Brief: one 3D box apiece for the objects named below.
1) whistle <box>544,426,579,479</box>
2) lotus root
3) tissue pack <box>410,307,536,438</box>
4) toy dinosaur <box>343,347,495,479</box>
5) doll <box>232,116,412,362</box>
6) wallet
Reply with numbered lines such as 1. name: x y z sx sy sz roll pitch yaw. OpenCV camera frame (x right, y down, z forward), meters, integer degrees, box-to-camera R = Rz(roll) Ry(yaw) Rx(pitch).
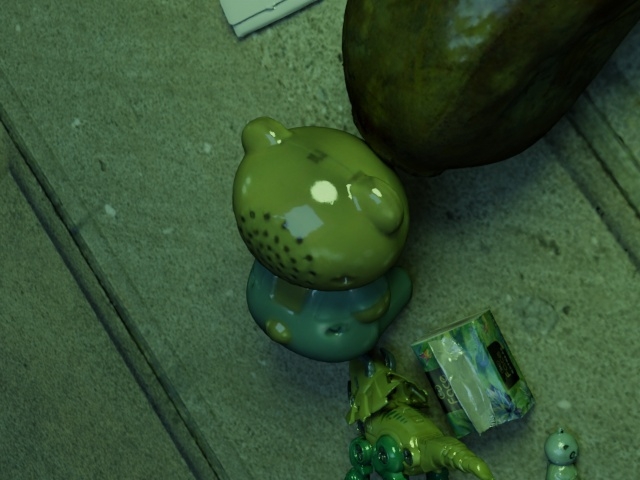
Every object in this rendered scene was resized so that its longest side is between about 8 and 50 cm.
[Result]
1. whistle: 0.249 0.239 0.880 0.035 0.035 0.100 4 105 31
2. lotus root: 0.154 -0.214 0.716 0.250 0.250 0.346 45 122 15
3. tissue pack: 0.154 0.141 0.887 0.085 0.079 0.111 -28 86 33
4. toy dinosaur: 0.097 0.220 0.902 0.259 0.094 0.153 31 124 57
5. doll: 0.000 0.000 0.845 0.177 0.161 0.261 33 149 22
6. wallet: -0.056 -0.276 0.951 0.122 0.025 0.061 -17 99 33
